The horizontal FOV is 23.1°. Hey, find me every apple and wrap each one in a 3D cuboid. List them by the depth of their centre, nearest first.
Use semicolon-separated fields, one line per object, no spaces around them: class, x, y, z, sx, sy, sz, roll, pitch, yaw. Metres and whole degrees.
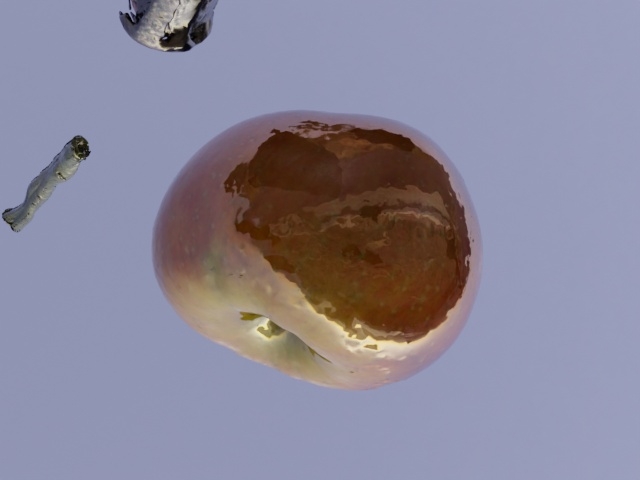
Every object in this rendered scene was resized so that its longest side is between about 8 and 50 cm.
apple;0.000;0.000;1.089;0.235;0.210;0.173;18;-111;14

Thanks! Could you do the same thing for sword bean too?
sword bean;-0.099;-0.021;0.566;0.012;0.083;0.012;10;-113;-24

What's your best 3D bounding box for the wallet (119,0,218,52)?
wallet;-0.051;-0.275;0.987;0.071;0.221;0.262;21;-134;-11
